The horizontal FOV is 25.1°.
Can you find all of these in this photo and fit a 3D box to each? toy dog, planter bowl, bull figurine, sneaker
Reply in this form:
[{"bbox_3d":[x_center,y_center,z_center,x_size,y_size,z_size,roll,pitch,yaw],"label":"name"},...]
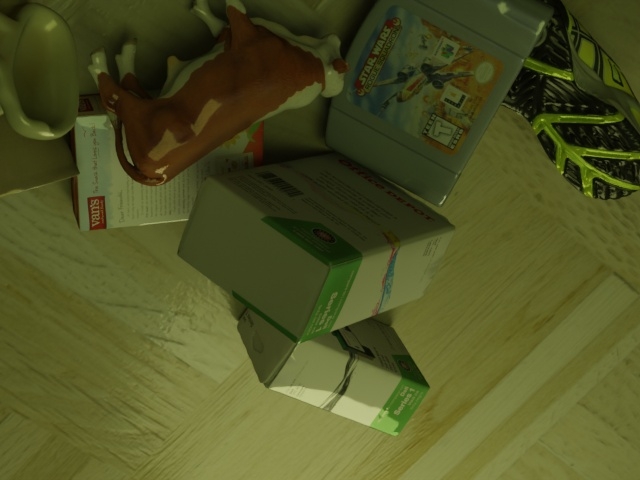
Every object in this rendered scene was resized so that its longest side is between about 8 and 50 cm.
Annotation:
[{"bbox_3d":[-0.485,-0.198,1.461,0.408,0.395,0.284,-28,137,28],"label":"toy dog"},{"bbox_3d":[-0.370,-0.107,1.656,0.162,0.162,0.109,-15,97,-10],"label":"planter bowl"},{"bbox_3d":[-0.116,-0.193,1.665,0.310,0.101,0.188,-34,91,-17],"label":"bull figurine"},{"bbox_3d":[0.282,-0.226,1.815,0.145,0.147,0.384,-27,110,28],"label":"sneaker"}]

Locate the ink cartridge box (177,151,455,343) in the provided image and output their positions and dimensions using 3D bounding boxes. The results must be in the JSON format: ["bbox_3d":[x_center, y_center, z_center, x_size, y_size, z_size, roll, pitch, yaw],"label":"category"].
[{"bbox_3d":[0.000,0.000,1.735,0.278,0.201,0.117,-15,134,-53],"label":"ink cartridge box"}]

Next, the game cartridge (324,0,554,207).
[{"bbox_3d":[0.129,-0.202,1.755,0.198,0.062,0.297,26,120,-2],"label":"game cartridge"}]

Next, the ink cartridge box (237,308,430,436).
[{"bbox_3d":[0.015,0.155,1.927,0.219,0.160,0.092,24,108,-30],"label":"ink cartridge box"}]

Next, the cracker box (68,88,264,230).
[{"bbox_3d":[-0.189,-0.104,1.759,0.232,0.067,0.155,-6,121,-16],"label":"cracker box"}]
